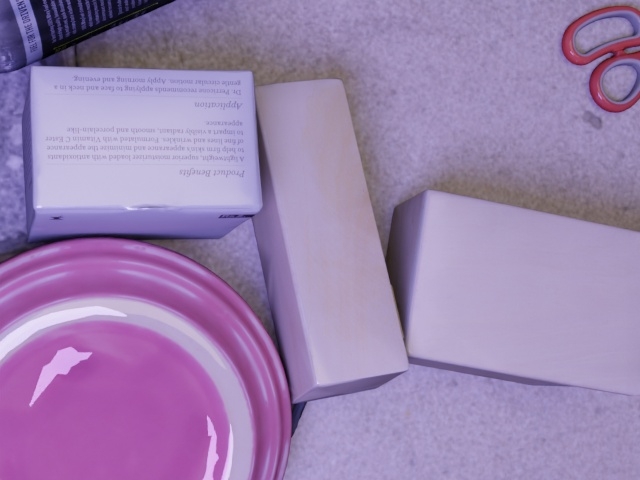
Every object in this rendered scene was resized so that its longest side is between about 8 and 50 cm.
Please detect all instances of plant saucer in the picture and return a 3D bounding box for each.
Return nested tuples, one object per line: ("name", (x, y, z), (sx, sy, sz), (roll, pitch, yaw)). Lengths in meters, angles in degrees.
("plant saucer", (-0.184, 0.164, 0.983), (0.332, 0.084, 0.332), (-1, 95, -11))

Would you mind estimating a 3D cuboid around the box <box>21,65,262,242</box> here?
("box", (-0.157, -0.067, 0.997), (0.181, 0.182, 0.119), (-1, 82, -17))

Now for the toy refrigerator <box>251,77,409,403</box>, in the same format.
("toy refrigerator", (0.000, 0.000, 1.052), (0.094, 0.102, 0.269), (-8, 75, -17))

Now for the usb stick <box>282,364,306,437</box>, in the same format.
("usb stick", (-0.144, 0.104, 1.052), (0.278, 0.045, 0.077), (23, 77, -13))

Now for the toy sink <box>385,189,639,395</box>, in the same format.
("toy sink", (0.182, 0.055, 1.108), (0.234, 0.131, 0.152), (10, 81, -10))

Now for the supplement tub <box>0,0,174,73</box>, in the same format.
("supplement tub", (-0.219, -0.273, 0.988), (0.338, 0.207, 0.207), (-28, 92, -17))

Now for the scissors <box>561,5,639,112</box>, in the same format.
("scissors", (0.393, -0.225, 1.255), (0.297, 0.021, 0.109), (-22, 89, -16))
